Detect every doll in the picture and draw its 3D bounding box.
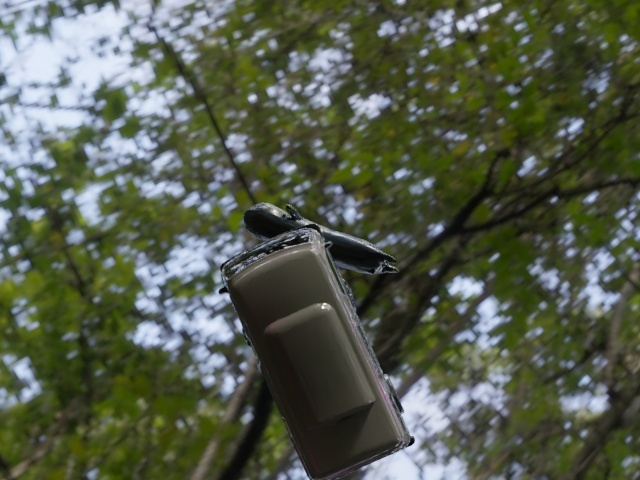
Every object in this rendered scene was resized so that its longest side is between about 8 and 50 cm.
[{"bbox_3d":[0.000,0.000,1.198,0.125,0.027,0.037,18,-22,15],"label":"doll"}]

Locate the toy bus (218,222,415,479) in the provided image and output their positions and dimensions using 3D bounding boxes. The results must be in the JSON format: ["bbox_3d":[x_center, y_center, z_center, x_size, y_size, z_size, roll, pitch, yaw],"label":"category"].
[{"bbox_3d":[-0.003,0.054,0.780,0.060,0.075,0.123,-24,-94,0],"label":"toy bus"}]
